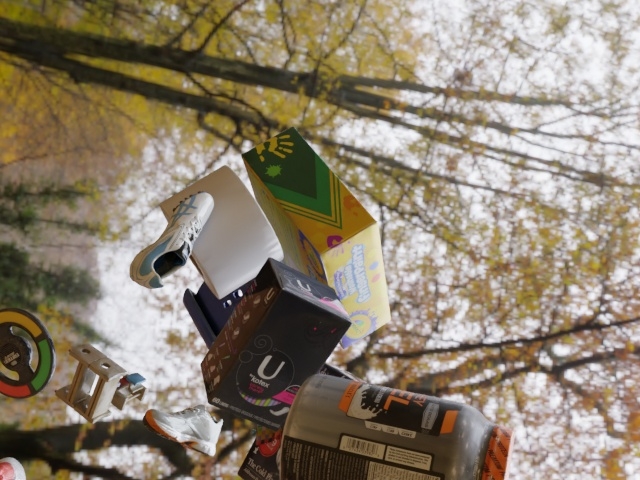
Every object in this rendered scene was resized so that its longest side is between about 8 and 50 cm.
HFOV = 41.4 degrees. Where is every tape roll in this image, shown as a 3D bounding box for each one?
[{"bbox_3d":[-0.214,-0.018,1.829,0.246,0.169,0.246,53,-12,17],"label":"tape roll"}]

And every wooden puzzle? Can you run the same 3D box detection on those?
[{"bbox_3d":[-0.112,0.399,1.767,0.006,0.083,0.049,14,-78,47],"label":"wooden puzzle"}]

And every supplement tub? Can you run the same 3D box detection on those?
[{"bbox_3d":[0.114,0.317,1.238,0.193,0.315,0.194,9,90,-74],"label":"supplement tub"}]

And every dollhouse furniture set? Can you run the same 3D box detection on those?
[{"bbox_3d":[-0.503,0.318,1.993,0.129,0.183,0.129,31,-70,20],"label":"dollhouse furniture set"}]

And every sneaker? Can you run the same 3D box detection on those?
[{"bbox_3d":[-0.368,0.487,2.286,0.099,0.262,0.121,4,-115,40],"label":"sneaker"},{"bbox_3d":[-0.269,0.002,1.627,0.237,0.086,0.085,-55,152,-30],"label":"sneaker"}]

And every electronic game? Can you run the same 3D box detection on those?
[{"bbox_3d":[-0.752,0.278,2.084,0.048,0.229,0.229,-24,131,-72],"label":"electronic game"}]

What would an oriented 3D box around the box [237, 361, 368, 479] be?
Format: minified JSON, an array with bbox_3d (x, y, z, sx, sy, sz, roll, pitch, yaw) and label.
[{"bbox_3d":[0.041,0.453,1.805,0.343,0.179,0.313,22,-98,48],"label":"box"}]

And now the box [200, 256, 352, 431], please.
[{"bbox_3d":[-0.090,0.199,1.616,0.270,0.165,0.143,-57,-156,13],"label":"box"}]

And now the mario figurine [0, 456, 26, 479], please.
[{"bbox_3d":[-0.515,0.407,1.241,0.320,0.198,0.170,8,-103,44],"label":"mario figurine"}]

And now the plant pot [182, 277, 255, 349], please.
[{"bbox_3d":[-0.239,0.202,2.369,0.236,0.212,0.236,58,-2,21],"label":"plant pot"}]

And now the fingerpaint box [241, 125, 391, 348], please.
[{"bbox_3d":[0.000,0.000,2.105,0.371,0.163,0.445,51,-15,34],"label":"fingerpaint box"}]
